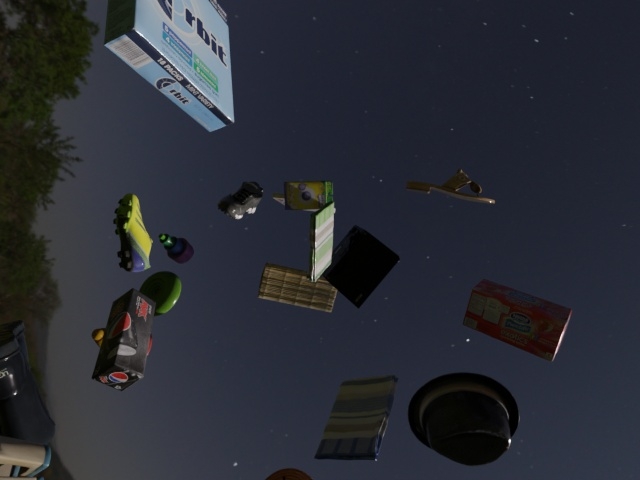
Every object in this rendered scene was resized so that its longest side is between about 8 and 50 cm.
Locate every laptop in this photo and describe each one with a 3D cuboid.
[{"bbox_3d":[0.134,0.086,1.494,0.234,0.137,0.264,-50,-166,1],"label":"laptop"}]

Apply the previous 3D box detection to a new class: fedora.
[{"bbox_3d":[0.436,0.562,1.201,0.334,0.152,0.333,2,-76,8],"label":"fedora"}]

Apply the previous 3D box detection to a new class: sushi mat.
[{"bbox_3d":[-0.090,0.193,1.631,0.019,0.317,0.151,-100,-158,-78],"label":"sushi mat"}]

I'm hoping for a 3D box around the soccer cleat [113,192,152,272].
[{"bbox_3d":[-0.680,-0.027,1.472,0.094,0.121,0.288,-2,-88,33],"label":"soccer cleat"}]

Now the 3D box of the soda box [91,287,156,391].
[{"bbox_3d":[-0.334,0.165,0.690,0.053,0.060,0.168,-33,-142,12],"label":"soda box"}]

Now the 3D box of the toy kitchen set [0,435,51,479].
[{"bbox_3d":[-0.407,0.377,0.494,0.166,0.122,0.207,-35,-140,18],"label":"toy kitchen set"}]

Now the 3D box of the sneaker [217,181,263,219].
[{"bbox_3d":[-0.224,-0.127,1.162,0.078,0.234,0.106,36,-77,1],"label":"sneaker"}]

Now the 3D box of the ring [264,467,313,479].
[{"bbox_3d":[-0.118,0.947,1.327,0.337,0.032,0.336,-22,-135,24],"label":"ring"}]

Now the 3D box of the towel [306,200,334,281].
[{"bbox_3d":[0.000,0.000,0.861,0.023,0.113,0.151,10,-67,18],"label":"towel"}]

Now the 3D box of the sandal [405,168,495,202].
[{"bbox_3d":[0.360,-0.159,1.090,0.240,0.088,0.079,10,-87,8],"label":"sandal"}]

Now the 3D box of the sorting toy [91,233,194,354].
[{"bbox_3d":[-0.454,0.136,1.011,0.127,0.126,0.365,12,-114,27],"label":"sorting toy"}]

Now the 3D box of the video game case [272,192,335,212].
[{"bbox_3d":[-0.068,-0.164,1.752,0.227,0.206,0.026,8,-96,18],"label":"video game case"}]

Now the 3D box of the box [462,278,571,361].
[{"bbox_3d":[0.574,0.226,1.179,0.257,0.123,0.128,20,-66,33],"label":"box"}]

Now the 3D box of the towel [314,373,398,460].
[{"bbox_3d":[0.110,0.518,1.191,0.209,0.285,0.034,-18,-70,30],"label":"towel"}]

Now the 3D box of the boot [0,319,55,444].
[{"bbox_3d":[-0.565,0.267,0.727,0.247,0.094,0.207,2,-74,51],"label":"boot"}]

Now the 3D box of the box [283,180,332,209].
[{"bbox_3d":[-0.043,-0.166,1.467,0.043,0.179,0.105,-116,-157,-78],"label":"box"}]

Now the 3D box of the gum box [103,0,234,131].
[{"bbox_3d":[-0.163,-0.245,0.457,0.041,0.157,0.184,-14,-111,19],"label":"gum box"}]
